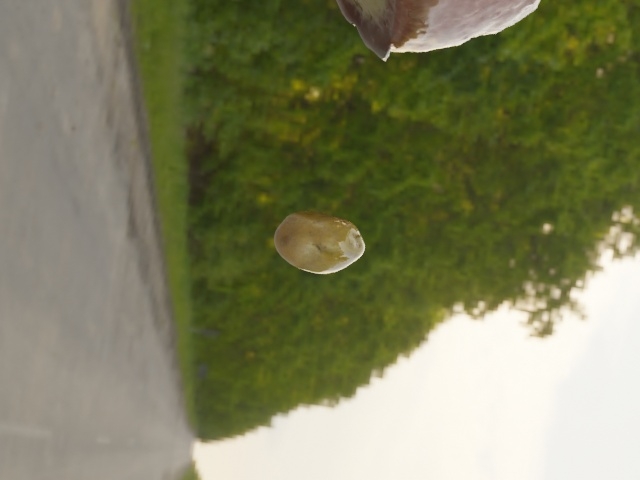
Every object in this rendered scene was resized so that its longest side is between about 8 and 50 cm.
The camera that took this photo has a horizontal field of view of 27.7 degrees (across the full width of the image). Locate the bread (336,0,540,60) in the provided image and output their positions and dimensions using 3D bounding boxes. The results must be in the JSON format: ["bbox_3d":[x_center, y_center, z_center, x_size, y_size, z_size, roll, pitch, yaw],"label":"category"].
[{"bbox_3d":[0.062,-0.238,0.846,0.244,0.123,0.190,77,-12,-57],"label":"bread"}]

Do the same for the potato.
[{"bbox_3d":[0.000,0.000,1.161,0.083,0.068,0.062,-15,-82,43],"label":"potato"}]
